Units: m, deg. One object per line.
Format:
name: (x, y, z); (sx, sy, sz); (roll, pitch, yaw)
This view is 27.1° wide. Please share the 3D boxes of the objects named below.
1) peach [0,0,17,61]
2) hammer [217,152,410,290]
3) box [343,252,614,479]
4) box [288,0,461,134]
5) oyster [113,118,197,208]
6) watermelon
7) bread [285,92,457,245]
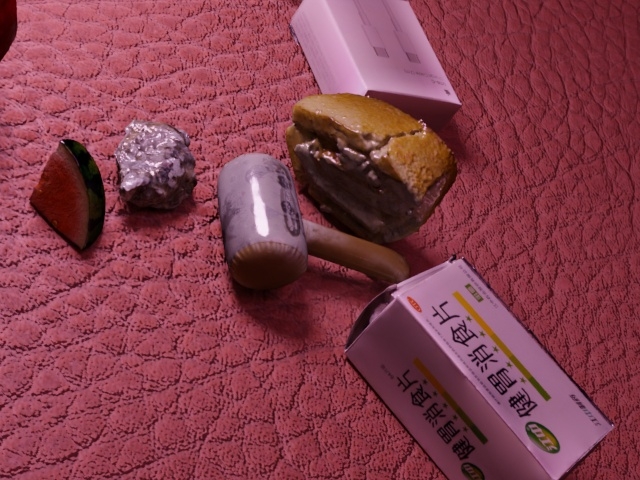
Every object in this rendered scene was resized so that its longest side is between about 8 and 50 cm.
peach: (-0.525, -0.288, 1.576); (0.362, 0.201, 0.257); (-17, 87, -34)
hammer: (0.000, 0.000, 1.834); (0.305, 0.113, 0.202); (18, 45, -31)
box: (0.206, 0.194, 1.763); (0.333, 0.145, 0.173); (49, 38, 12)
box: (0.088, -0.293, 2.186); (0.203, 0.106, 0.251); (5, 50, -37)
oyster: (-0.221, -0.103, 1.790); (0.125, 0.064, 0.177); (16, 42, -20)
watermelon: (-0.318, -0.051, 1.666); (0.094, 0.125, 0.135); (-8, 72, -7)
bread: (0.061, -0.106, 1.918); (0.257, 0.186, 0.124); (34, 43, 16)
